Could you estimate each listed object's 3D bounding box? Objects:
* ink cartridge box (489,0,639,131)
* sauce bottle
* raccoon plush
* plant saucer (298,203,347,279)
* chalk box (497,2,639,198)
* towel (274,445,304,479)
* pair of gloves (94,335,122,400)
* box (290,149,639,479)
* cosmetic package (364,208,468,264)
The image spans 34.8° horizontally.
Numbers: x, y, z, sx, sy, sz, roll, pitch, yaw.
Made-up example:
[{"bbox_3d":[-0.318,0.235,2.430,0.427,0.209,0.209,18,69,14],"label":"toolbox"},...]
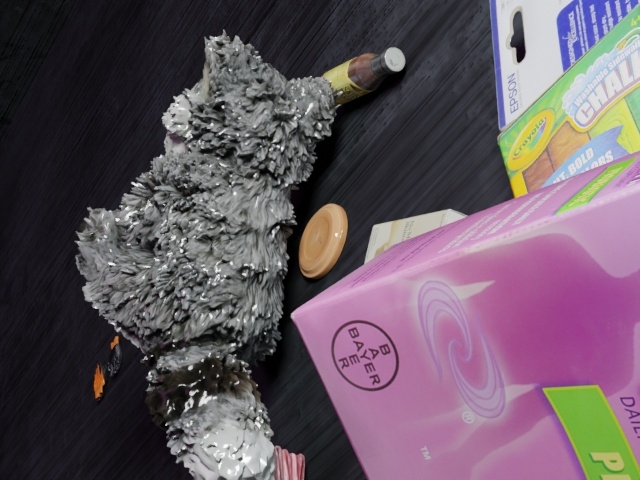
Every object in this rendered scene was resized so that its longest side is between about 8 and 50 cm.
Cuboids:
[{"bbox_3d":[0.253,-0.210,0.713,0.333,0.065,0.165,-36,42,45],"label":"ink cartridge box"},{"bbox_3d":[0.043,-0.177,1.095,0.128,0.042,0.042,-14,60,60],"label":"sauce bottle"},{"bbox_3d":[-0.055,0.004,1.022,0.299,0.216,0.446,-55,48,18],"label":"raccoon plush"},{"bbox_3d":[0.000,0.000,1.083,0.083,0.013,0.083,-39,40,44],"label":"plant saucer"},{"bbox_3d":[0.204,-0.040,0.610,0.132,0.132,0.213,-48,34,35],"label":"chalk box"},{"bbox_3d":[-0.103,0.373,0.994,0.329,0.037,0.237,-45,38,41],"label":"towel"},{"bbox_3d":[-0.320,0.193,1.537,0.083,0.010,0.074,-53,30,23],"label":"pair of gloves"},{"bbox_3d":[0.147,0.077,0.466,0.243,0.117,0.213,-22,95,33],"label":"box"},{"bbox_3d":[0.087,0.012,0.886,0.115,0.041,0.060,-15,59,58],"label":"cosmetic package"}]
